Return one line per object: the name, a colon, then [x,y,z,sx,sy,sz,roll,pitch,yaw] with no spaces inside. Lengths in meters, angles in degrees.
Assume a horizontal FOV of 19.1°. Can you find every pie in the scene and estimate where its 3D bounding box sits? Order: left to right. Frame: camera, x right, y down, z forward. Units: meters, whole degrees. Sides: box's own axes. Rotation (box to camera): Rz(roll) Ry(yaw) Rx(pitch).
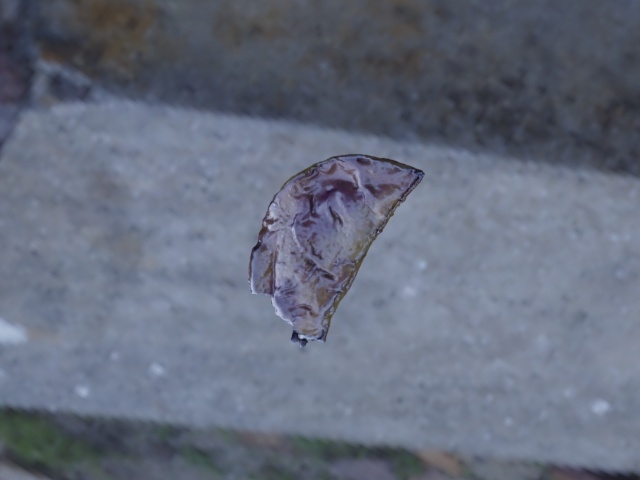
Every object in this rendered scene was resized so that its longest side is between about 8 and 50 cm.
pie: [0.000,0.000,1.395,0.092,0.034,0.170,28,113,2]
